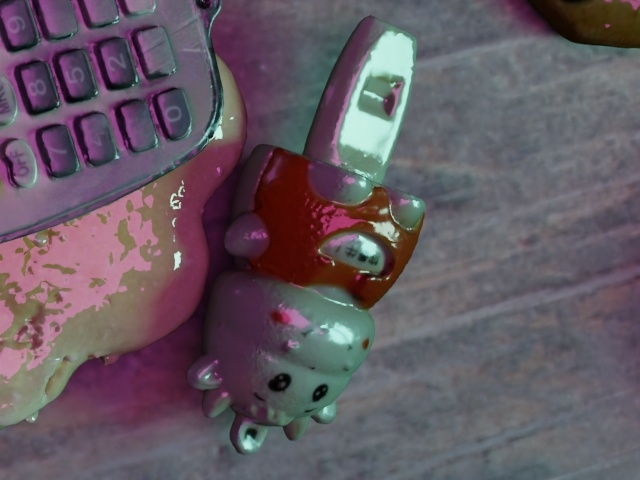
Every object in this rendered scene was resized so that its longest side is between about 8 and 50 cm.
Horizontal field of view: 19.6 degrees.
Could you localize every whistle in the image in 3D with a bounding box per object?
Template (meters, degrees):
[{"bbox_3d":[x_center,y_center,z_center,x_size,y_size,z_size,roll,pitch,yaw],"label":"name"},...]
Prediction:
[{"bbox_3d":[0.000,0.000,1.033,0.106,0.102,0.253,19,88,25],"label":"whistle"}]

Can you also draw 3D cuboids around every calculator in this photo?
[{"bbox_3d":[-0.174,-0.088,0.954,0.268,0.040,0.177,-17,97,-16],"label":"calculator"}]

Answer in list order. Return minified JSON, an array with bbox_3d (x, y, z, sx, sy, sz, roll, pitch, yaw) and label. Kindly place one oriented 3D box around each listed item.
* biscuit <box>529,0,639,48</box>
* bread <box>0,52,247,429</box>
[{"bbox_3d":[0.221,-0.284,1.118,0.359,0.046,0.359,-1,93,-17],"label":"biscuit"},{"bbox_3d":[-0.186,-0.051,1.000,0.316,0.054,0.316,0,91,-15],"label":"bread"}]
